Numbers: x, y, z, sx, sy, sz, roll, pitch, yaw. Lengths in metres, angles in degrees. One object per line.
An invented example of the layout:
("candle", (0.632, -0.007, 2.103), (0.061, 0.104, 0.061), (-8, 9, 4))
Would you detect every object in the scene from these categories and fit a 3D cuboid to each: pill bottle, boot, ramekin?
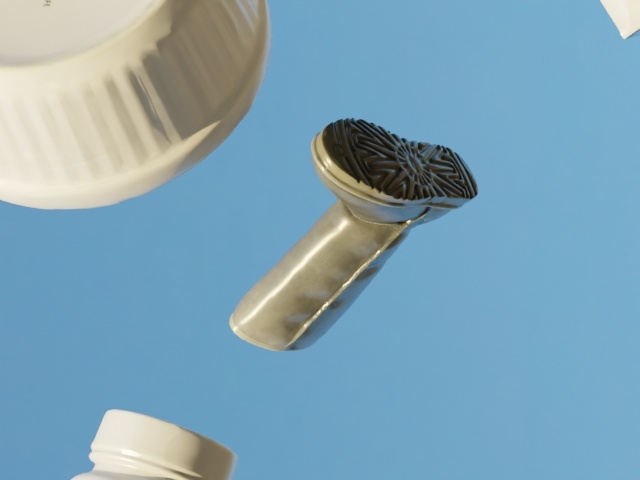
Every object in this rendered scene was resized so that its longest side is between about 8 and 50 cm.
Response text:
("pill bottle", (-0.135, 0.229, 1.319), (0.119, 0.119, 0.208), (32, -111, -38))
("boot", (0.000, 0.002, 1.481), (0.190, 0.208, 0.076), (16, -133, -48))
("ramekin", (-0.177, -0.166, 1.355), (0.273, 0.273, 0.127), (-62, -24, -24))

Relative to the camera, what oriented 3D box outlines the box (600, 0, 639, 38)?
("box", (0.265, -0.267, 1.326), (0.159, 0.233, 0.044), (59, -152, 6))
